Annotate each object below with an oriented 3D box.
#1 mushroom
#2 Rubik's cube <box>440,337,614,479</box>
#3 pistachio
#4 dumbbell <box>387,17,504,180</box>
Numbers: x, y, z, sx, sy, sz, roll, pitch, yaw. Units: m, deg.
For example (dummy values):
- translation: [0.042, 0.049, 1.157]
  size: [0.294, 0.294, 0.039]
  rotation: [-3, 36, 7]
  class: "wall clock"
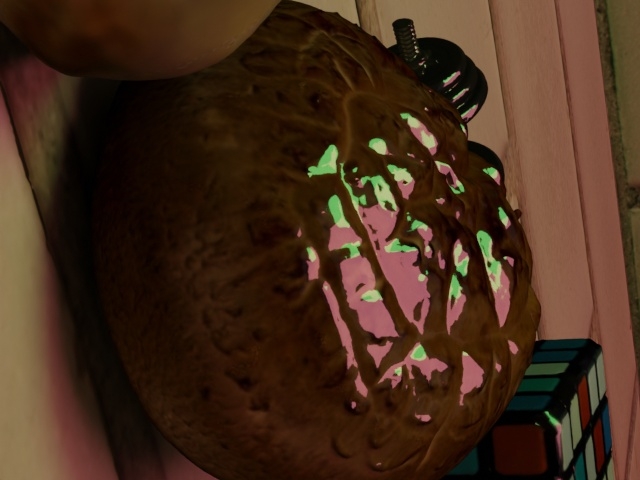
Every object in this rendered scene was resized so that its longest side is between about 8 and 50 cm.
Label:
- translation: [0.000, 0.000, 0.618]
  size: [0.253, 0.153, 0.253]
  rotation: [37, 38, -37]
  class: "mushroom"
- translation: [0.072, 0.165, 0.766]
  size: [0.184, 0.187, 0.182]
  rotation: [-23, 107, -72]
  class: "Rubik's cube"
- translation: [-0.065, -0.137, 0.519]
  size: [0.215, 0.144, 0.144]
  rotation: [-69, 150, -62]
  class: "pistachio"
- translation: [0.083, -0.075, 0.976]
  size: [0.099, 0.099, 0.208]
  rotation: [-73, 153, -45]
  class: "dumbbell"
